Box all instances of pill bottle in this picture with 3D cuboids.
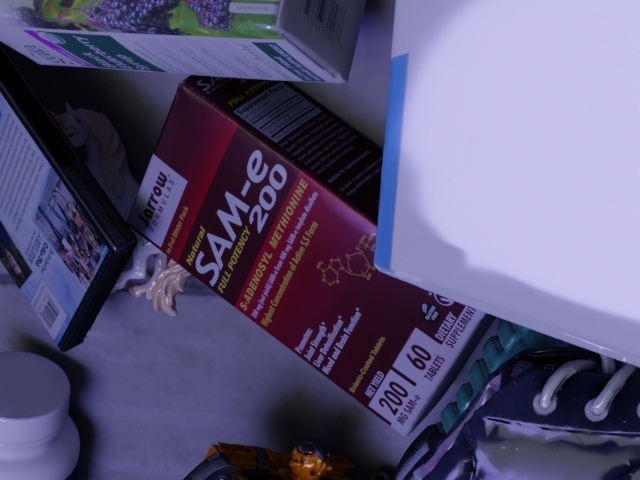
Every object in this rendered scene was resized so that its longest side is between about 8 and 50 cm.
[{"bbox_3d":[-0.254,0.187,1.152,0.112,0.112,0.187,26,126,19],"label":"pill bottle"}]

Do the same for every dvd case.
[{"bbox_3d":[-0.225,-0.058,1.002,0.253,0.022,0.180,55,147,10],"label":"dvd case"}]

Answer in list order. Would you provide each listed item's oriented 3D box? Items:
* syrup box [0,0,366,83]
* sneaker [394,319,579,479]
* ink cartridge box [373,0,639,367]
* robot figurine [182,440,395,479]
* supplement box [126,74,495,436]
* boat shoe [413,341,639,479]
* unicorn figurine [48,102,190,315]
[{"bbox_3d":[-0.097,-0.158,0.856,0.236,0.093,0.096,6,78,28],"label":"syrup box"},{"bbox_3d":[0.143,0.111,0.903,0.098,0.083,0.224,23,123,-24],"label":"sneaker"},{"bbox_3d":[0.177,-0.095,0.626,0.197,0.270,0.198,19,123,25],"label":"ink cartridge box"},{"bbox_3d":[-0.060,0.264,1.019,0.085,0.211,0.291,46,118,55],"label":"robot figurine"},{"bbox_3d":[0.000,0.000,0.917,0.239,0.073,0.130,36,129,12],"label":"supplement box"},{"bbox_3d":[0.183,0.094,0.754,0.158,0.127,0.340,43,113,3],"label":"boat shoe"},{"bbox_3d":[-0.150,-0.025,1.015,0.162,0.060,0.111,31,119,-2],"label":"unicorn figurine"}]
